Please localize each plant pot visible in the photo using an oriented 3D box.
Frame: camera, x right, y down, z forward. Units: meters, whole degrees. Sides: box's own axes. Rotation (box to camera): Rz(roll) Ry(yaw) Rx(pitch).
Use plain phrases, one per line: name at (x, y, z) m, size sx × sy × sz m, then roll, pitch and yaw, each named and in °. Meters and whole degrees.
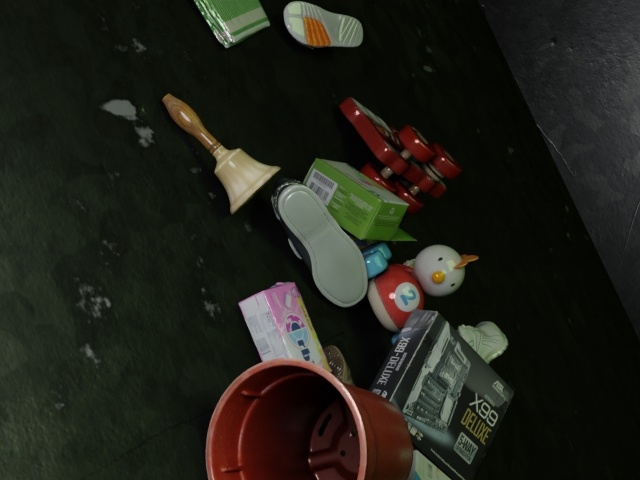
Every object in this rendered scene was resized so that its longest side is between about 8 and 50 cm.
plant pot at (0.006, 0.330, 1.447) m, size 0.265 × 0.272 × 0.272 m, roll 21°, pitch 49°, yaw -60°

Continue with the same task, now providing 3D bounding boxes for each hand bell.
hand bell at (-0.201, -0.177, 1.696) m, size 0.242 × 0.126 × 0.126 m, roll 46°, pitch 31°, yaw -3°

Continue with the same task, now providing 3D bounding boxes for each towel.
towel at (-0.242, -0.582, 1.998) m, size 0.325 × 0.038 × 0.248 m, roll 55°, pitch 29°, yaw -9°

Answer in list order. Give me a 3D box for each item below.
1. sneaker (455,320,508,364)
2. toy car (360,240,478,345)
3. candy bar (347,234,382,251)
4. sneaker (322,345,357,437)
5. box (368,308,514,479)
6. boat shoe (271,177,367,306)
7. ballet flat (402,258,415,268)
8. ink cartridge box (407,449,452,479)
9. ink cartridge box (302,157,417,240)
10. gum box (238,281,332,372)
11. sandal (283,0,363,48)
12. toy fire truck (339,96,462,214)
sneaker at (0.359, 0.250, 2.196) m, size 0.129 × 0.111 × 0.297 m, roll 55°, pitch 29°, yaw -1°
toy car at (0.223, 0.082, 1.947) m, size 0.219 × 0.238 × 0.210 m, roll 61°, pitch 12°, yaw -5°
candy bar at (0.100, 0.010, 2.068) m, size 0.161 × 0.018 × 0.040 m, roll 10°, pitch 59°, yaw -54°
sneaker at (0.039, 0.285, 1.702) m, size 0.071 × 0.066 × 0.188 m, roll 51°, pitch 17°, yaw -47°
box at (0.243, 0.324, 1.863) m, size 0.307 × 0.076 × 0.242 m, roll 46°, pitch 64°, yaw -30°
boat shoe at (0.000, 0.000, 1.832) m, size 0.302 × 0.114 × 0.091 m, roll 64°, pitch -8°, yaw -28°
ballet flat at (0.226, 0.079, 2.175) m, size 0.073 × 0.080 × 0.232 m, roll 42°, pitch 21°, yaw 21°
ink cartridge box at (0.215, 0.506, 1.803) m, size 0.181 × 0.061 × 0.104 m, roll 44°, pitch 35°, yaw -28°
ink cartridge box at (0.102, -0.084, 1.986) m, size 0.189 × 0.097 × 0.255 m, roll 35°, pitch 18°, yaw 28°
gum box at (-0.064, 0.169, 1.639) m, size 0.107 × 0.062 × 0.188 m, roll -11°, pitch 76°, yaw -59°
sandal at (-0.005, -0.517, 2.269) m, size 0.265 × 0.076 × 0.102 m, roll 1°, pitch 88°, yaw -45°
toy fire truck at (0.191, -0.222, 2.276) m, size 0.302 × 0.169 × 0.254 m, roll 24°, pitch 29°, yaw -49°
